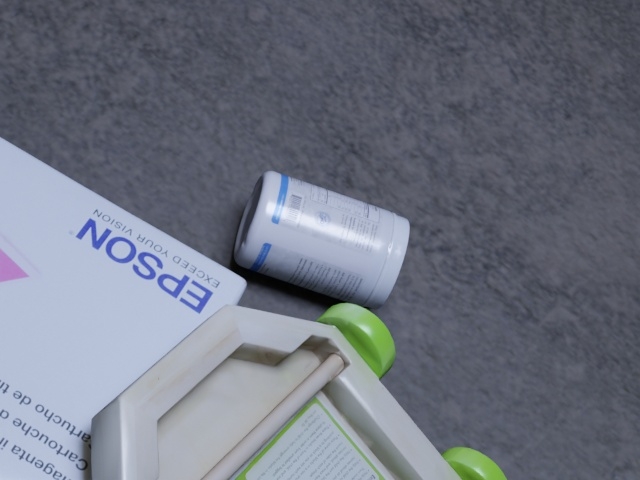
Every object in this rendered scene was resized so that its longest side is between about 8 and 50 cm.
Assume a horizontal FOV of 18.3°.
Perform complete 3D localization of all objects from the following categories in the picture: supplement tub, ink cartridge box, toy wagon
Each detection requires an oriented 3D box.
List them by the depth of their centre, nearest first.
[{"bbox_3d":[0.012,0.205,1.190,0.344,0.068,0.267,51,47,-2],"label":"toy wagon"},{"bbox_3d":[-0.254,0.064,1.211,0.324,0.071,0.330,30,47,0],"label":"ink cartridge box"},{"bbox_3d":[0.000,0.000,1.371,0.107,0.071,0.071,20,49,-10],"label":"supplement tub"}]
